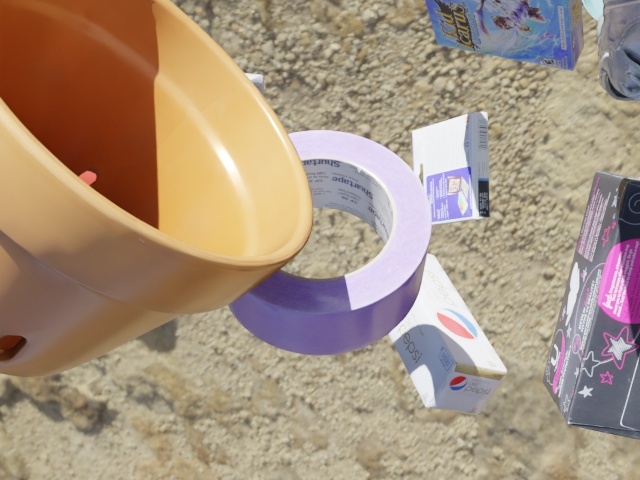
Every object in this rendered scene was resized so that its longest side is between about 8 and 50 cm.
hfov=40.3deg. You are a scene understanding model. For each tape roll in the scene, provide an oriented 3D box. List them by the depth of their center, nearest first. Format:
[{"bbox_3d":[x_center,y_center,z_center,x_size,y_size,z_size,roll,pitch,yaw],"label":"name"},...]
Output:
[{"bbox_3d":[0.000,0.000,0.765,0.189,0.189,0.080,32,154,20],"label":"tape roll"}]

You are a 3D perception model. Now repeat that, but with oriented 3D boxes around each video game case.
[{"bbox_3d":[0.280,-0.383,1.365,0.244,0.061,0.269,19,163,25],"label":"video game case"}]

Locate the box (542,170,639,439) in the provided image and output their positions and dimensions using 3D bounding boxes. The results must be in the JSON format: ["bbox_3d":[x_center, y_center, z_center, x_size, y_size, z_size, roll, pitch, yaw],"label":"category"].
[{"bbox_3d":[0.344,0.066,0.892,0.163,0.142,0.247,11,100,2],"label":"box"}]

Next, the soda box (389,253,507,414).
[{"bbox_3d":[0.127,0.097,1.001,0.069,0.074,0.216,-62,31,26],"label":"soda box"}]

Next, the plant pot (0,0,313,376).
[{"bbox_3d":[-0.177,-0.039,0.612,0.203,0.291,0.291,-42,84,25],"label":"plant pot"}]

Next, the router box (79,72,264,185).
[{"bbox_3d":[-0.287,-0.175,1.223,0.301,0.335,0.082,11,116,24],"label":"router box"}]

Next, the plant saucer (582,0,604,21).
[{"bbox_3d":[0.410,-0.340,1.169,0.119,0.021,0.119,0,88,13],"label":"plant saucer"}]

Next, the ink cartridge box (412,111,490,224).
[{"bbox_3d":[0.257,-0.136,1.732,0.208,0.045,0.206,-6,84,62],"label":"ink cartridge box"}]

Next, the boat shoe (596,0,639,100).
[{"bbox_3d":[0.241,-0.141,0.626,0.079,0.227,0.081,-4,91,13],"label":"boat shoe"}]
